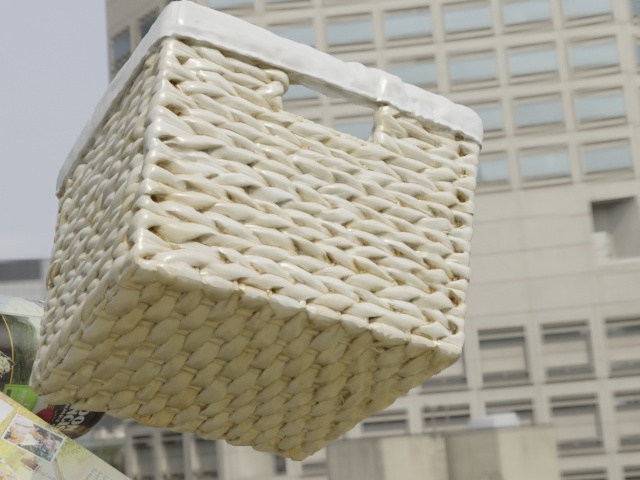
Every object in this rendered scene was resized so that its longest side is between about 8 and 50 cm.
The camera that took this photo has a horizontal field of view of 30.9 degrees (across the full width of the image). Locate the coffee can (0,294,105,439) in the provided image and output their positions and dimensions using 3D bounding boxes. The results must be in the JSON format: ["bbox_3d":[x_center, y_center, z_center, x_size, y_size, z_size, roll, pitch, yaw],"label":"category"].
[{"bbox_3d":[-0.436,0.171,1.550,0.201,0.201,0.275,-10,-12,27],"label":"coffee can"}]

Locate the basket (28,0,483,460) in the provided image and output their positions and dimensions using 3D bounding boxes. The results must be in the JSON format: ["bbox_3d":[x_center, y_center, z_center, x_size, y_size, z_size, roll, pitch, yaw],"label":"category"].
[{"bbox_3d":[-0.063,0.010,1.073,0.328,0.266,0.331,18,-34,-23],"label":"basket"}]

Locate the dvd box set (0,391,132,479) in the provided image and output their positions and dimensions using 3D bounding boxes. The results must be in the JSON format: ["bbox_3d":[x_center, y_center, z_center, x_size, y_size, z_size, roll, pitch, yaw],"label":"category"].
[{"bbox_3d":[-0.334,0.329,1.243,0.062,0.420,0.307,-57,-1,34],"label":"dvd box set"}]
